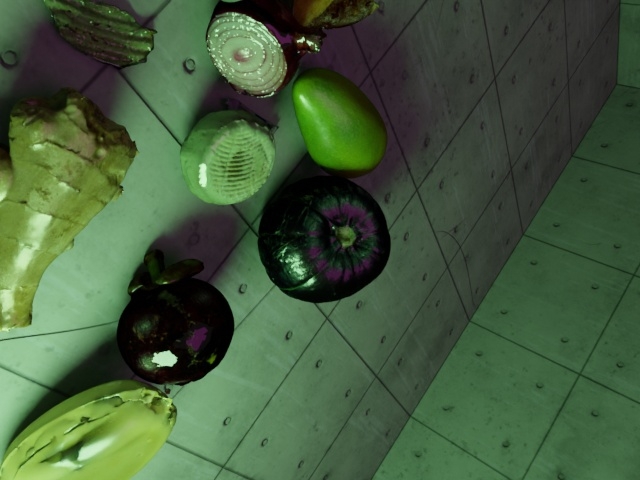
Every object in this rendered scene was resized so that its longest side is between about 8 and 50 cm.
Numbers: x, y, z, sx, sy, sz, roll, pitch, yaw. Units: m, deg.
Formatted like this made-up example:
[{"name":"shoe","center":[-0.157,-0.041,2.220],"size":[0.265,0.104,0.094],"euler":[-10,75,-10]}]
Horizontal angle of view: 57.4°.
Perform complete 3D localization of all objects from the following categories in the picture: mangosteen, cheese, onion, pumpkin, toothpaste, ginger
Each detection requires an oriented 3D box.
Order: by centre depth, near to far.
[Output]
[{"name":"ginger","center":[-0.432,-0.045,0.852],"size":[0.375,0.166,0.236],"euler":[-64,154,-11]},{"name":"onion","center":[-0.086,-0.365,1.054],"size":[0.140,0.218,0.195],"euler":[-70,148,-44]},{"name":"cheese","center":[-0.410,0.370,1.088],"size":[0.316,0.128,0.259],"euler":[-37,148,13]},{"name":"mangosteen","center":[-0.285,0.145,1.126],"size":[0.228,0.228,0.265],"euler":[-16,90,-46]},{"name":"toothpaste","center":[-0.143,-0.250,1.207],"size":[0.045,0.028,0.170],"euler":[-59,148,3]},{"name":"pumpkin","center":[0.000,0.000,1.363],"size":[0.315,0.238,0.315],"euler":[-3,95,-30]}]

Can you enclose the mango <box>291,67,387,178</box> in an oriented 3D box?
[{"name":"mango","center":[0.037,-0.261,1.321],"size":[0.343,0.156,0.192],"euler":[38,72,-50]}]

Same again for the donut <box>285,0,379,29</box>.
[{"name":"donut","center":[-0.004,-0.496,1.153],"size":[0.151,0.112,0.295],"euler":[-37,165,19]}]

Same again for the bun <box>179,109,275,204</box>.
[{"name":"bun","center":[-0.184,-0.167,1.128],"size":[0.195,0.118,0.195],"euler":[-26,132,-33]}]

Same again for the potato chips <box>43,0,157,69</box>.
[{"name":"potato chips","center":[-0.346,-0.325,0.902],"size":[0.207,0.028,0.092],"euler":[7,104,-55]}]
